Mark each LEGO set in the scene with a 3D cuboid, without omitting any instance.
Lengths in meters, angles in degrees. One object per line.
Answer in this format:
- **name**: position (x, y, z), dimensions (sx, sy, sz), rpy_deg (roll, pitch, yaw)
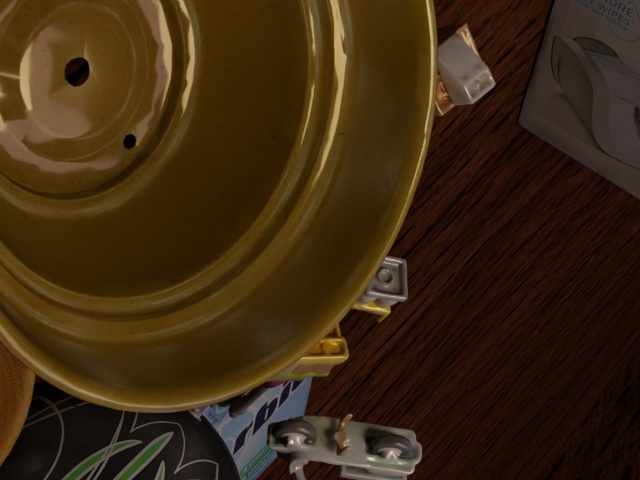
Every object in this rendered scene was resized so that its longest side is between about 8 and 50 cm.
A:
- **LEGO set**: position (0.000, 0.000, 0.973), dimensions (0.107, 0.132, 0.287), rpy_deg (-46, -153, 55)

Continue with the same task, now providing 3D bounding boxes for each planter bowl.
- **planter bowl**: position (-0.065, -0.054, 0.638), dimensions (0.217, 0.090, 0.217), rpy_deg (-14, 111, -40)

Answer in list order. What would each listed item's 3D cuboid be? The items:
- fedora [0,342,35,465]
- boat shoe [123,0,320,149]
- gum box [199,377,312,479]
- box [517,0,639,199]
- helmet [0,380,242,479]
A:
- **fedora**: position (-0.160, 0.057, 0.659), dimensions (0.194, 0.079, 0.194), rpy_deg (-50, 162, -23)
- **boat shoe**: position (-0.035, -0.051, 0.785), dimensions (0.114, 0.091, 0.302), rpy_deg (-43, 159, -38)
- **gum box**: position (-0.060, 0.104, 1.091), dimensions (0.157, 0.041, 0.184), rpy_deg (-44, 158, -35)
- **box**: position (0.302, -0.126, 1.294), dimensions (0.127, 0.262, 0.231), rpy_deg (-46, 161, -31)
- **helmet**: position (-0.117, 0.143, 0.799), dimensions (0.169, 0.169, 0.161), rpy_deg (-45, 176, -34)
